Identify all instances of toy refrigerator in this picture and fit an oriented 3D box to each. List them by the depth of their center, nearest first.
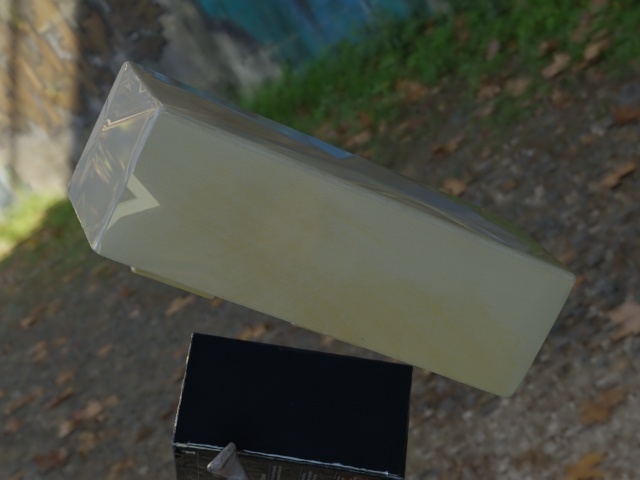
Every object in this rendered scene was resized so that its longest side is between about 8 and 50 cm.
[{"bbox_3d":[0.000,0.000,0.817,0.094,0.269,0.102,-63,26,11],"label":"toy refrigerator"}]

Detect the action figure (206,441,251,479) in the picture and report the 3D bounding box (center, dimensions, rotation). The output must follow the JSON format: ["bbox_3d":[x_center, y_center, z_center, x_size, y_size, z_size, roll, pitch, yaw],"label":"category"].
[{"bbox_3d":[0.031,0.285,1.022,0.341,0.330,0.178,-51,-2,-9],"label":"action figure"}]

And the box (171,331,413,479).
[{"bbox_3d":[-0.028,0.177,1.237,0.184,0.103,0.261,6,-23,-2],"label":"box"}]
